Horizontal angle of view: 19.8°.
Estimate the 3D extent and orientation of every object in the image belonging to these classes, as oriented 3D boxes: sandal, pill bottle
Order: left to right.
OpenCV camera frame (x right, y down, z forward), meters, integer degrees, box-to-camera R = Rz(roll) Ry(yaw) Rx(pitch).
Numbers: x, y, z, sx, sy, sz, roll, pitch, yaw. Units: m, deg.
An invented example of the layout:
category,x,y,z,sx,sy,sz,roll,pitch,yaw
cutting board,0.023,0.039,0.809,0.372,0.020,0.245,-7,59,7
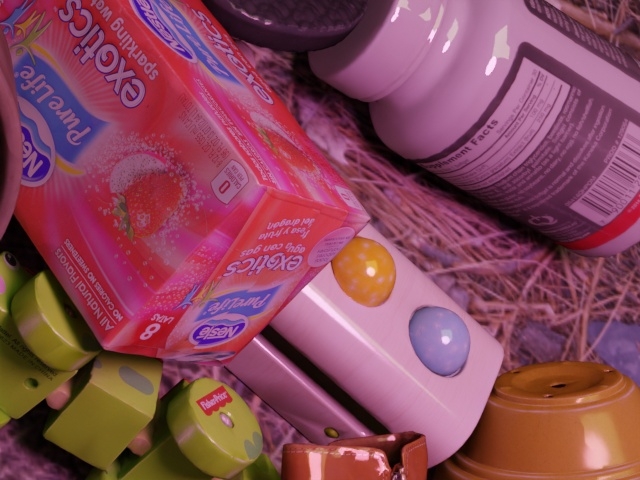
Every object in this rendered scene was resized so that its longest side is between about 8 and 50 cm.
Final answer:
category,x,y,z,sx,sy,sz,roll,pitch,yaw
sandal,-0.055,-0.250,1.478,0.167,0.107,0.446,26,30,-17
pill bottle,0.153,-0.124,1.560,0.318,0.176,0.176,28,49,-27

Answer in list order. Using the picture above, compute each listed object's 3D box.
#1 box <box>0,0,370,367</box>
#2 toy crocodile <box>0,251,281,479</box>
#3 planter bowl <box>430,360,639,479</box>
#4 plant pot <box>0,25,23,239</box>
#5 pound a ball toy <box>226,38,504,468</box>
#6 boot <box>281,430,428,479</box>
category,x,y,z,sx,sy,sz,roll,pitch,yaw
box,-0.130,-0.077,1.208,0.300,0.154,0.142,53,19,26
toy crocodile,-0.149,0.098,1.202,0.340,0.115,0.105,38,27,-21
planter bowl,0.182,0.146,1.380,0.217,0.217,0.090,-18,108,-46
plant pot,-0.339,-0.132,1.065,0.323,0.323,0.280,24,34,-30
pound a ball toy,0.000,0.000,1.378,0.319,0.136,0.208,43,44,-14
boot,-0.005,0.242,1.187,0.283,0.109,0.220,-5,95,-48
